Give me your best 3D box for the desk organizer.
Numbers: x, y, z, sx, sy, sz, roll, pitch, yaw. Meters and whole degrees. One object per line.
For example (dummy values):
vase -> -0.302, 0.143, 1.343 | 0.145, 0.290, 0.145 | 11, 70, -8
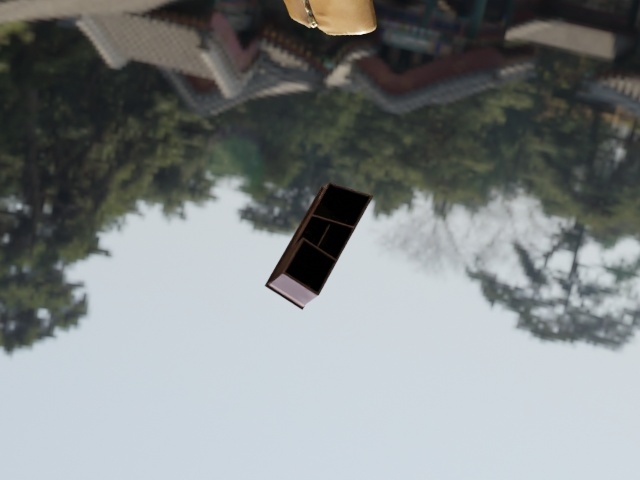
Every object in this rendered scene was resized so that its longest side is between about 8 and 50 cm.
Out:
desk organizer -> 0.000, 0.000, 1.233 | 0.047, 0.130, 0.050 | 33, 154, -9

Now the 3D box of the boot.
boot -> 0.041, -0.353, 1.537 | 0.295, 0.211, 0.104 | 17, -126, 43
